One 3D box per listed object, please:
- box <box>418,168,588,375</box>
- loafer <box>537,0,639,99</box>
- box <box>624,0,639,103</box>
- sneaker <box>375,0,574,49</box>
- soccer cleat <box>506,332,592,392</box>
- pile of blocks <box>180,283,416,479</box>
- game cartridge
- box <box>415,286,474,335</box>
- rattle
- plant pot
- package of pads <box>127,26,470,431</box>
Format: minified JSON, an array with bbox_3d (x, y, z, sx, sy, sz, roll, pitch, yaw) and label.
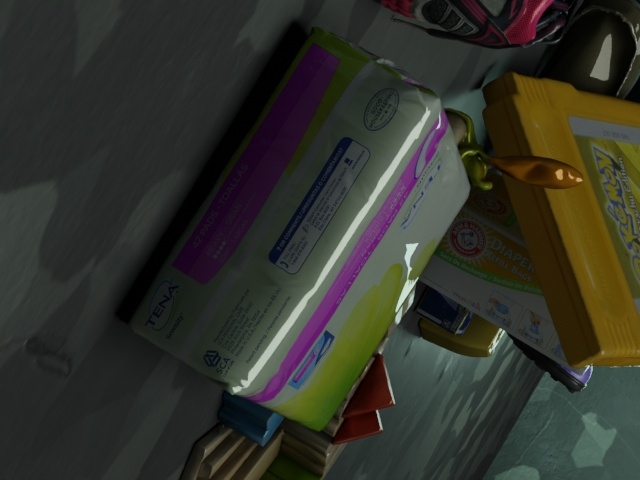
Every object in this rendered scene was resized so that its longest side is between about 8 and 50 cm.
[{"bbox_3d":[0.219,0.030,1.774,0.114,0.203,0.103,-36,153,-57],"label":"box"},{"bbox_3d":[0.271,-0.149,1.827,0.087,0.094,0.251,-48,162,-55],"label":"loafer"},{"bbox_3d":[0.550,-0.236,2.232,0.395,0.293,0.212,-43,159,-49],"label":"box"},{"bbox_3d":[0.137,-0.187,1.234,0.299,0.112,0.121,-33,150,-63],"label":"sneaker"},{"bbox_3d":[0.260,0.051,1.922,0.116,0.108,0.318,-42,-158,15],"label":"soccer cleat"},{"bbox_3d":[-0.016,0.152,1.372,0.149,0.112,0.362,-38,153,-58],"label":"pile of blocks"},{"bbox_3d":[0.290,-0.016,1.674,0.052,0.285,0.323,-27,163,31],"label":"game cartridge"},{"bbox_3d":[0.170,0.020,1.894,0.169,0.054,0.059,-62,167,3],"label":"box"},{"bbox_3d":[0.109,-0.003,1.467,0.200,0.142,0.130,-60,-174,-30],"label":"rattle"},{"bbox_3d":[0.170,0.091,1.979,0.081,0.083,0.081,-58,167,-10],"label":"plant pot"},{"bbox_3d":[0.000,0.000,1.148,0.229,0.101,0.296,-58,167,-4],"label":"package of pads"}]
